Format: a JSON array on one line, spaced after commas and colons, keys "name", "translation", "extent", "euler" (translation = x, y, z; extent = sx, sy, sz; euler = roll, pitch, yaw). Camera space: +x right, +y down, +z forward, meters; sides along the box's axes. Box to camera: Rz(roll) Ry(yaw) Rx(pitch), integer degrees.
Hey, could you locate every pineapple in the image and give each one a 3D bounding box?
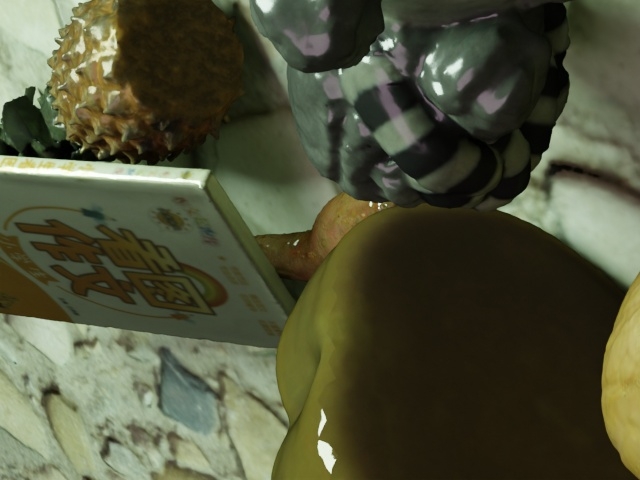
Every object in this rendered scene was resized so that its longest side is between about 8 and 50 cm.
[{"name": "pineapple", "translation": [-0.159, -0.085, 0.868], "extent": [0.119, 0.130, 0.277], "euler": [35, 147, -26]}]

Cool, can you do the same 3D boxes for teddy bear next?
[{"name": "teddy bear", "translation": [0.048, -0.102, 0.520], "extent": [0.144, 0.171, 0.251], "euler": [21, 157, 15]}]

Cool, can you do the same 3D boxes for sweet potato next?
[{"name": "sweet potato", "translation": [0.000, 0.000, 0.819], "extent": [0.050, 0.050, 0.214], "euler": [58, 149, -7]}]

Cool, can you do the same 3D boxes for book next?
[{"name": "book", "translation": [-0.166, 0.005, 0.878], "extent": [0.295, 0.020, 0.208], "euler": [5, 150, 23]}]

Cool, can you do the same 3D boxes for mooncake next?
[{"name": "mooncake", "translation": [0.087, 0.100, 0.675], "extent": [0.235, 0.235, 0.117], "euler": [43, 138, 12]}]

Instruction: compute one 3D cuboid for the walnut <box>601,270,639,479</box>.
[{"name": "walnut", "translation": [0.219, 0.057, 0.527], "extent": [0.193, 0.193, 0.226], "euler": [56, 142, -4]}]
